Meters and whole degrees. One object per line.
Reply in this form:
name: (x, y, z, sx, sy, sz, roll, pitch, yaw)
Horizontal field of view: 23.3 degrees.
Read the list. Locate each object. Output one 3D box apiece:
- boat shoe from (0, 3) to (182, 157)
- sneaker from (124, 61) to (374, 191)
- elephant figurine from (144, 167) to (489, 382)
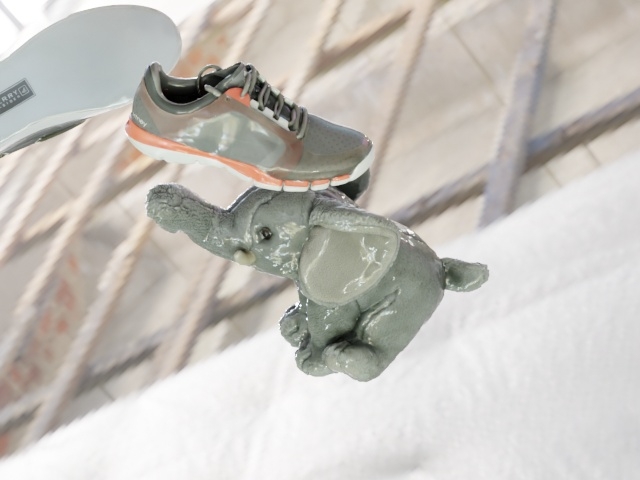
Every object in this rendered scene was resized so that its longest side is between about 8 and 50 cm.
boat shoe: (-0.213, -0.112, 1.194, 0.228, 0.080, 0.076, -30, -175, -2)
sneaker: (-0.041, -0.075, 0.961, 0.061, 0.158, 0.065, -89, -171, -57)
elephant figurine: (0.000, 0.000, 1.333, 0.169, 0.239, 0.186, 14, -125, 40)
